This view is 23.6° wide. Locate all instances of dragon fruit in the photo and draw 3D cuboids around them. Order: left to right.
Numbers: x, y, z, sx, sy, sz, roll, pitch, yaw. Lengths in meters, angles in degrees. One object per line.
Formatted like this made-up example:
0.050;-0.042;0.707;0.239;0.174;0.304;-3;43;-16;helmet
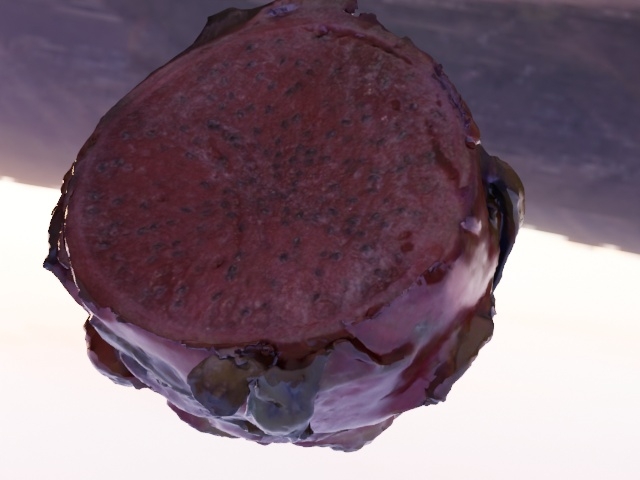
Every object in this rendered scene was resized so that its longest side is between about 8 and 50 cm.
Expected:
0.001;0.024;1.047;0.296;0.314;0.263;30;155;32;dragon fruit
